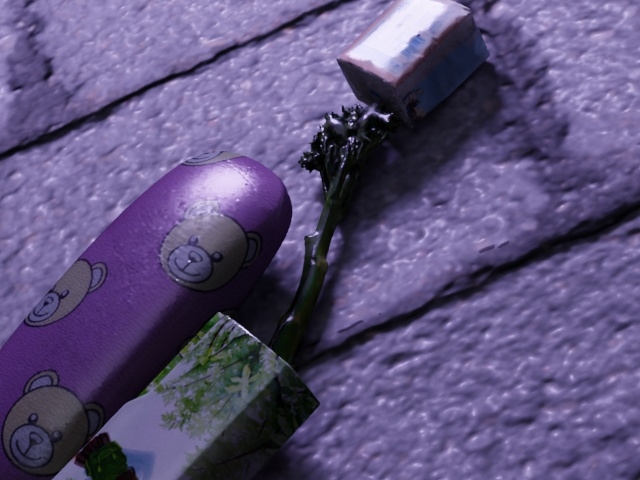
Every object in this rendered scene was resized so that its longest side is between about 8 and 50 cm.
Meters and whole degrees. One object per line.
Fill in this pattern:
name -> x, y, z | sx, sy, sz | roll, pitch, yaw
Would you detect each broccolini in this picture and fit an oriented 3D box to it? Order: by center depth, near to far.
broccolini -> -0.007, -0.004, 1.416 | 0.057, 0.071, 0.254 | 26, 58, -5

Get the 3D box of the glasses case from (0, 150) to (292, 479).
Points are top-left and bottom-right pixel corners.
glasses case -> -0.144, 0.062, 1.397 | 0.123, 0.076, 0.316 | 25, 69, 42

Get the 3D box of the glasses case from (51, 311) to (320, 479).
glasses case -> -0.129, 0.173, 1.299 | 0.272, 0.062, 0.095 | -47, 51, -10

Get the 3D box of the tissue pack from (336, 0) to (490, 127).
tissue pack -> 0.071, -0.142, 1.491 | 0.094, 0.059, 0.074 | -45, 49, -16
